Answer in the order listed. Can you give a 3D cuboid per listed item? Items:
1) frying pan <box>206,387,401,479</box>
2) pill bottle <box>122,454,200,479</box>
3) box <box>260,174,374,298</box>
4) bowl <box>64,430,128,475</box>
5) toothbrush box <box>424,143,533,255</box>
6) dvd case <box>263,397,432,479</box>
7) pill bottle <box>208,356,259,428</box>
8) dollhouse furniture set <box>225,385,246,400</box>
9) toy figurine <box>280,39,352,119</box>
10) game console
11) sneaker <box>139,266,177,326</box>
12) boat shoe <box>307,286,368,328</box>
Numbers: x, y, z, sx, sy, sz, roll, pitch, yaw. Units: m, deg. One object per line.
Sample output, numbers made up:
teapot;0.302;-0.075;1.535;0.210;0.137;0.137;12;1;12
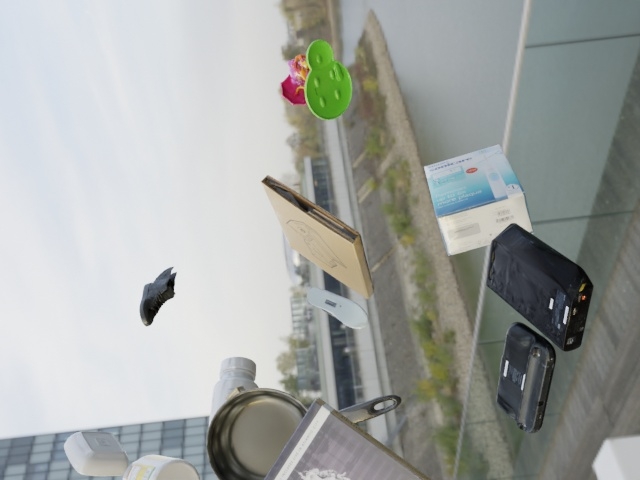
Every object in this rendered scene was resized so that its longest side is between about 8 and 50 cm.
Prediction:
frying pan;-0.047;0.302;1.099;0.197;0.326;0.053;47;-177;1
pill bottle;-0.358;0.535;1.426;0.208;0.117;0.118;-19;74;51
box;0.000;0.000;0.941;0.021;0.164;0.201;-50;-24;-14
bowl;-0.553;0.524;1.616;0.142;0.142;0.053;29;98;48
toothbrush box;0.400;-0.111;1.677;0.295;0.216;0.126;-84;-25;-60
dvd case;0.045;0.309;0.743;0.165;0.221;0.018;-59;-11;14
pill bottle;-0.233;0.443;1.775;0.131;0.131;0.229;84;-175;-51
dollhouse furniture set;-0.200;0.457;1.468;0.182;0.161;0.101;48;-165;20
toy figurine;-0.034;-0.360;1.452;0.159;0.130;0.173;19;135;50
game console;0.353;0.165;1.118;0.213;0.044;0.361;-129;34;-55
sneaker;-0.435;0.151;1.755;0.170;0.089;0.051;-99;-11;-46
boat shoe;0.055;0.179;1.740;0.065;0.183;0.083;-63;-20;0
